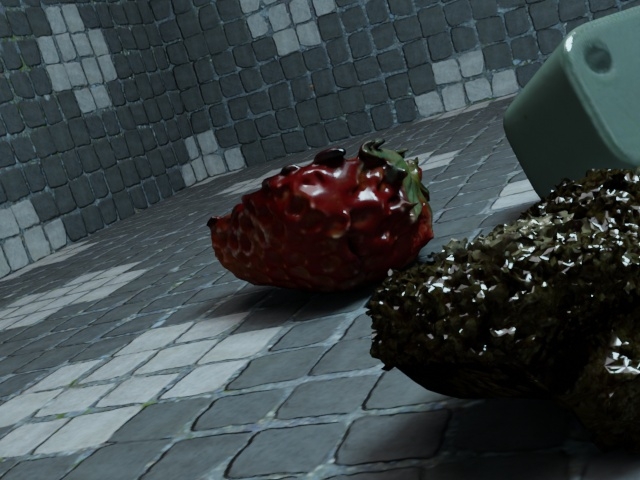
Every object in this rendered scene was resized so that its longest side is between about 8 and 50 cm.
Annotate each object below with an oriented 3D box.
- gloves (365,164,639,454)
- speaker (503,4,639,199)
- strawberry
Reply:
[{"bbox_3d":[0.172,0.031,0.550,0.313,0.135,0.210,-22,11,-19],"label":"gloves"},{"bbox_3d":[0.428,-0.180,1.007,0.406,0.183,0.184,-21,-12,-20],"label":"speaker"},{"bbox_3d":[0.003,-0.004,0.991,0.280,0.150,0.253,-19,-10,5],"label":"strawberry"}]
